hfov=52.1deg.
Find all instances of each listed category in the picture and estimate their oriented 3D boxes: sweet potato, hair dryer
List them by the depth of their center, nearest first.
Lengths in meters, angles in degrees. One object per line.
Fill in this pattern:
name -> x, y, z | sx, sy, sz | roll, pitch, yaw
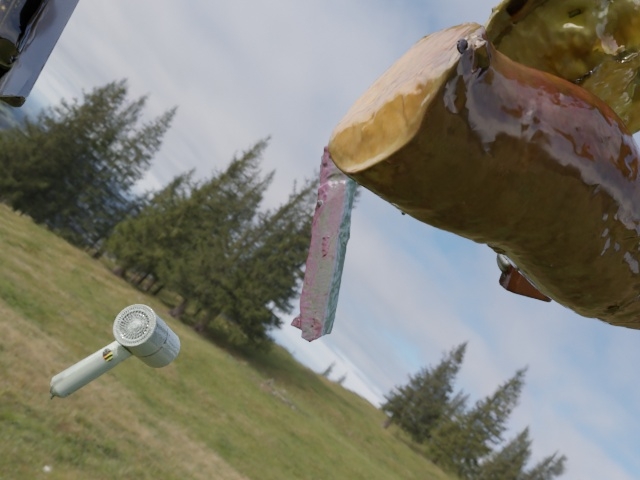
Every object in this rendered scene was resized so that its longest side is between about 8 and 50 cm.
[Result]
sweet potato -> 0.175, -0.025, 0.454 | 0.337, 0.131, 0.131 | 27, -4, -21
hair dryer -> -0.221, 0.127, 0.690 | 0.047, 0.137, 0.082 | 54, -10, 27

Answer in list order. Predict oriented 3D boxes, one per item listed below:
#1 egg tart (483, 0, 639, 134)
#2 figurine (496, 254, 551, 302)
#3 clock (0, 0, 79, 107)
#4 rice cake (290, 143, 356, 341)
egg tart -> 0.223, -0.139, 0.510 | 0.212, 0.213, 0.090 | 61, 12, -63
figurine -> 0.427, 0.004, 1.145 | 0.204, 0.283, 0.338 | 0, -38, 45
clock -> -0.236, -0.207, 0.369 | 0.253, 0.186, 0.083 | 27, -4, 3
rice cake -> 0.002, -0.001, 0.946 | 0.081, 0.290, 0.051 | 9, -1, 43
